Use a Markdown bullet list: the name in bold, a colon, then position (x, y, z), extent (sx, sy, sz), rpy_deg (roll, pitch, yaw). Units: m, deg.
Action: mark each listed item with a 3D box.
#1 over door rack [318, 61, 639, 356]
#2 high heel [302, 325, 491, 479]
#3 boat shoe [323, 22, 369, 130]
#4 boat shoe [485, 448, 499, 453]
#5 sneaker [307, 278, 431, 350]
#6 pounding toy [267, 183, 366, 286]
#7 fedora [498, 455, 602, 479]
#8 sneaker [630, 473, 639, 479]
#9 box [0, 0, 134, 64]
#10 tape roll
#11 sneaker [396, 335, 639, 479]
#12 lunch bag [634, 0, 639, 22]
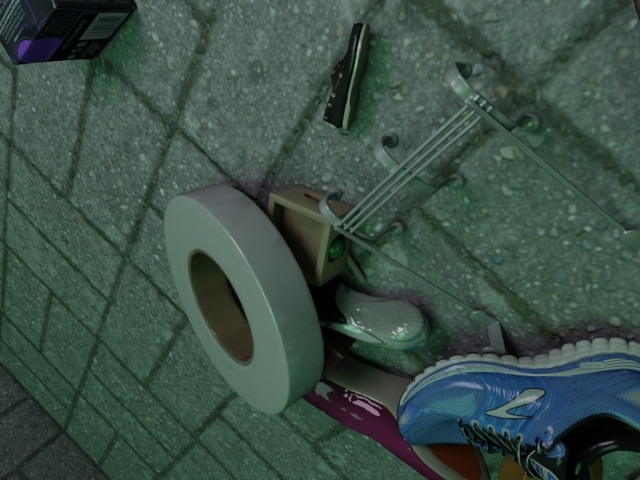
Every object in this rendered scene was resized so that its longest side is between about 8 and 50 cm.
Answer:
- **over door rack**: position (0.192, -0.021, 0.538), extent (0.324, 0.108, 0.239), rpy_deg (39, 131, -10)
- **high heel**: position (0.097, 0.300, 0.758), extent (0.377, 0.127, 0.181), rpy_deg (44, 132, 17)
- **boat shoe**: position (0.032, -0.206, 0.561), extent (0.041, 0.049, 0.133), rpy_deg (22, 130, 11)
- **boat shoe**: position (0.292, 0.284, 0.671), extent (0.046, 0.038, 0.125), rpy_deg (42, 130, 6)
- **sneaker**: position (0.059, 0.121, 0.706), extent (0.237, 0.085, 0.086), rpy_deg (13, 148, 34)
- **pounding toy**: position (0.000, 0.000, 0.676), extent (0.141, 0.100, 0.130), rpy_deg (25, 120, 26)
- **fedora**: position (0.319, 0.352, 0.643), extent (0.079, 0.194, 0.195), rpy_deg (34, 141, 62)
- **sneaker**: position (0.530, 0.368, 0.510), extent (0.296, 0.129, 0.111), rpy_deg (-12, 106, 35)
- **box**: position (-0.442, -0.434, 0.673), extent (0.165, 0.143, 0.271), rpy_deg (-20, 103, 36)
- **tape roll**: position (-0.142, 0.101, 0.742), extent (0.392, 0.072, 0.393), rpy_deg (33, 136, 39)
- **sneaker**: position (0.245, 0.225, 0.554), extent (0.329, 0.147, 0.130), rpy_deg (-21, 125, 28)
- **lunch bag**: position (0.383, -0.131, 0.264), extent (0.286, 0.169, 0.235), rpy_deg (-20, 132, 37)
